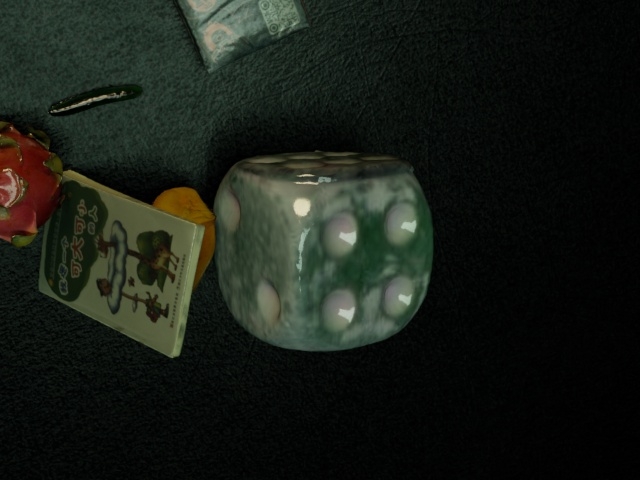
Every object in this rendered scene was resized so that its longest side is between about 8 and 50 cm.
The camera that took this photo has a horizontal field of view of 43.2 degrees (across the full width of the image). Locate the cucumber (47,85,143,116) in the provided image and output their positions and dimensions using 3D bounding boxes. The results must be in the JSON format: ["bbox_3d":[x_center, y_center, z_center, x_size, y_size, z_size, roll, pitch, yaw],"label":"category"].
[{"bbox_3d":[-0.434,-0.272,1.559,0.184,0.033,0.036,-16,86,-10],"label":"cucumber"}]

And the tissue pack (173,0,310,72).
[{"bbox_3d":[-0.177,-0.505,1.516,0.228,0.103,0.315,-27,113,-7],"label":"tissue pack"}]

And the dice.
[{"bbox_3d":[0.000,0.000,1.566,0.328,0.330,0.348,-10,110,-34],"label":"dice"}]

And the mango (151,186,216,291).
[{"bbox_3d":[-0.290,0.032,1.609,0.138,0.187,0.257,2,124,-18],"label":"mango"}]

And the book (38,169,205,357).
[{"bbox_3d":[-0.388,0.037,1.528,0.043,0.371,0.260,-10,116,-58],"label":"book"}]

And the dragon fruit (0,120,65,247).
[{"bbox_3d":[-0.578,-0.105,1.477,0.224,0.227,0.224,-5,103,-21],"label":"dragon fruit"}]
